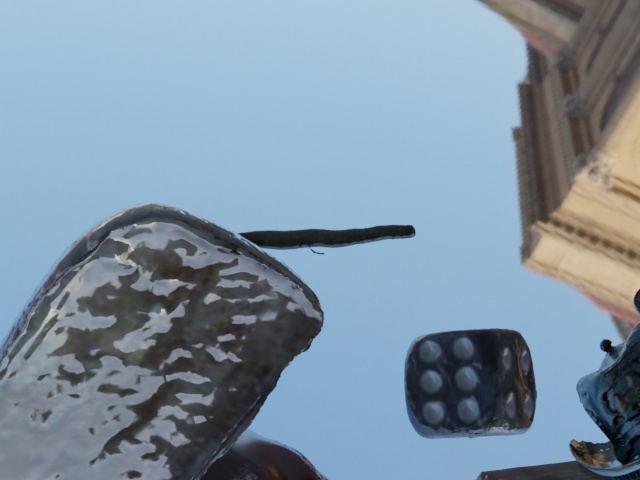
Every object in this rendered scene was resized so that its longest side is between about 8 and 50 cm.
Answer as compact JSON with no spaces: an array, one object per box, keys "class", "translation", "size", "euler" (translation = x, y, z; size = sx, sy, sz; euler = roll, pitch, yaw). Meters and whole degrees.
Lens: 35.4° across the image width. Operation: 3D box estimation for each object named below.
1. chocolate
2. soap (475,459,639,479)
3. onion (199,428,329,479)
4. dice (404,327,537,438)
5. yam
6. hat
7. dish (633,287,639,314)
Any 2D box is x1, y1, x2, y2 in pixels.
[{"class":"chocolate","translation":[-0.149,0.099,0.727],"size":[0.185,0.303,0.100],"euler":[32,-159,-26]},{"class":"soap","translation":[0.296,0.363,1.256],"size":[0.273,0.217,0.098],"euler":[0,-146,-23]},{"class":"onion","translation":[-0.056,0.412,1.050],"size":[0.420,0.398,0.398],"euler":[19,-150,13]},{"class":"dice","translation":[0.258,0.247,1.724],"size":[0.183,0.182,0.182],"euler":[13,-110,-55]},{"class":"yam","translation":[0.000,-0.002,1.235],"size":[0.234,0.027,0.029],"euler":[-3,-142,4]},{"class":"hat","translation":[0.227,0.100,0.709],"size":[0.078,0.138,0.191],"euler":[48,-166,16]},{"class":"dish","translation":[0.530,0.090,1.370],"size":[0.066,0.191,0.190],"euler":[60,-158,-24]}]
